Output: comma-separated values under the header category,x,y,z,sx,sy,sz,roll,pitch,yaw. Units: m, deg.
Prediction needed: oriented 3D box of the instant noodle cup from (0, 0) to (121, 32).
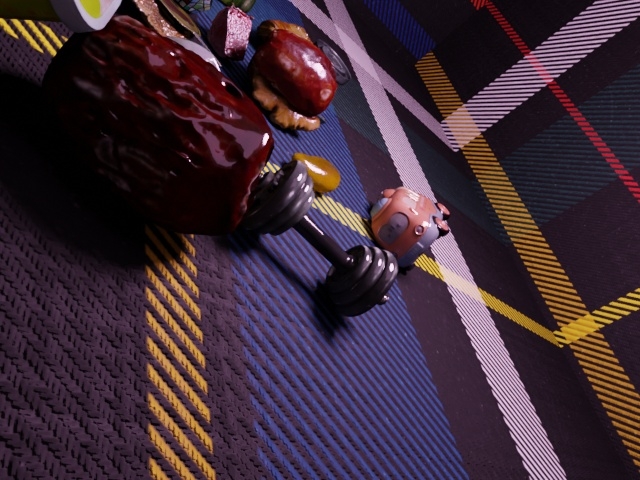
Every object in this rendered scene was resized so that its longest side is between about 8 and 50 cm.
category,x,y,z,sx,sy,sz,roll,pitch,yaw
instant noodle cup,-0.448,-0.412,0.671,0.294,0.307,0.294,178,-90,-89

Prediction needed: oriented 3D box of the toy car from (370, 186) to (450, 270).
category,x,y,z,sx,sy,sz,roll,pitch,yaw
toy car,0.252,-0.058,1.606,0.212,0.180,0.270,39,28,-4

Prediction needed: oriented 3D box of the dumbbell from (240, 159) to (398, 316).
category,x,y,z,sx,sy,sz,roll,pitch,yaw
dumbbell,0.000,0.000,1.103,0.406,0.179,0.179,44,27,-19

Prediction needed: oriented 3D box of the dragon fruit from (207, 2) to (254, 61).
category,x,y,z,sx,sy,sz,roll,pitch,yaw
dragon fruit,-0.257,-0.567,1.476,0.102,0.096,0.147,11,91,-49

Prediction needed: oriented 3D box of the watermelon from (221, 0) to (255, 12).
category,x,y,z,sx,sy,sz,roll,pitch,yaw
watermelon,-0.308,-0.934,1.750,0.330,0.189,0.331,34,30,-23

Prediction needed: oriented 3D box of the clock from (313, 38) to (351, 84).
category,x,y,z,sx,sy,sz,roll,pitch,yaw
clock,0.045,-0.752,2.254,0.215,0.042,0.215,39,29,-27

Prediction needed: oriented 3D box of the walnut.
category,x,y,z,sx,sy,sz,roll,pitch,yaw
walnut,-0.089,-0.440,1.499,0.269,0.244,0.221,27,-3,-31

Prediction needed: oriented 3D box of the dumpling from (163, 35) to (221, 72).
category,x,y,z,sx,sy,sz,roll,pitch,yaw
dumpling,-0.307,-0.338,1.074,0.216,0.105,0.149,15,65,7

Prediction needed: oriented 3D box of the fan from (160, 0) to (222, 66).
category,x,y,z,sx,sy,sz,roll,pitch,yaw
fan,-0.355,-0.568,1.342,0.335,0.011,0.229,52,11,-1

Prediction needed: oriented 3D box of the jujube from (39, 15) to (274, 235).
category,x,y,z,sx,sy,sz,roll,pitch,yaw
jujube,-0.242,-0.173,0.841,0.376,0.258,0.258,43,28,-18

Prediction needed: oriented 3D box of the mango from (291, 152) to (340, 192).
category,x,y,z,sx,sy,sz,roll,pitch,yaw
mango,-0.016,-0.183,1.419,0.161,0.076,0.103,23,44,-41

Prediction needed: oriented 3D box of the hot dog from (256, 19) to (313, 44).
category,x,y,z,sx,sy,sz,roll,pitch,yaw
hot dog,-0.126,-0.657,1.783,0.175,0.114,0.259,57,28,-2

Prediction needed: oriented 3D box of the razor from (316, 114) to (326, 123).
category,x,y,z,sx,sy,sz,roll,pitch,yaw
razor,-0.042,-0.424,1.718,0.190,0.033,0.066,22,39,-47

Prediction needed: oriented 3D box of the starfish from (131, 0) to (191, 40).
category,x,y,z,sx,sy,sz,roll,pitch,yaw
starfish,-0.406,-0.557,1.261,0.295,0.048,0.231,55,14,-5

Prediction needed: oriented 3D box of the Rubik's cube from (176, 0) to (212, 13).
category,x,y,z,sx,sy,sz,roll,pitch,yaw
Rubik's cube,-0.344,-0.687,1.446,0.112,0.133,0.133,75,-6,-62
